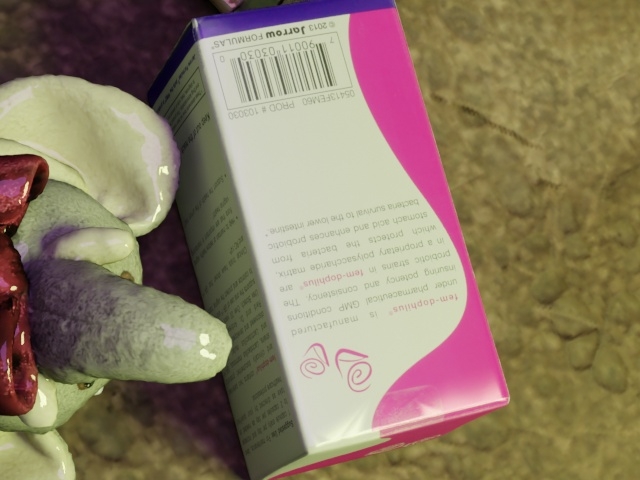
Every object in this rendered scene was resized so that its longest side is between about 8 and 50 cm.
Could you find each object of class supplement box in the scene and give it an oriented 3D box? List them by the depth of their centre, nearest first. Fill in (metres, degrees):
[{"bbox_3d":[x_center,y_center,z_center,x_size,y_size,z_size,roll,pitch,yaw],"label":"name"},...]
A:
[{"bbox_3d":[0.000,0.000,0.996,0.111,0.114,0.220,-11,77,-20],"label":"supplement box"}]

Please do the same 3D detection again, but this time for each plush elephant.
[{"bbox_3d":[-0.165,0.026,0.871,0.255,0.330,0.272,11,90,-33],"label":"plush elephant"}]

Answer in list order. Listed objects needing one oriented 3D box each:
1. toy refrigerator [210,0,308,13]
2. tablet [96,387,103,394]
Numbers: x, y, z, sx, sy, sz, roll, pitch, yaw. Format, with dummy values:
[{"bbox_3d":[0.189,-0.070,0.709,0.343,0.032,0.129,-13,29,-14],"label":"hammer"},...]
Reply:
[{"bbox_3d":[-0.081,-0.232,1.041,0.269,0.102,0.094,47,68,-1],"label":"toy refrigerator"},{"bbox_3d":[-0.149,0.047,0.995,0.083,0.006,0.054,9,72,-15],"label":"tablet"}]
